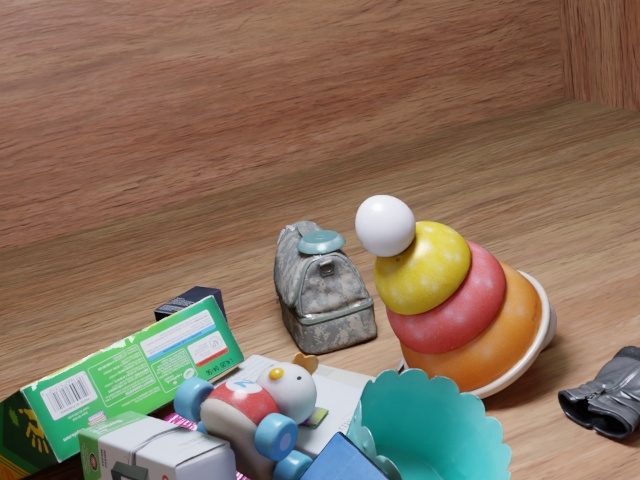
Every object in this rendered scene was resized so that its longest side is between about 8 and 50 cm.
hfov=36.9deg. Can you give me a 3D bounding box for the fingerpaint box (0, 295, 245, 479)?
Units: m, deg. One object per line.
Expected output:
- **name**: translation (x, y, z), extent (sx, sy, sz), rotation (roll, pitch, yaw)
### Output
- **fingerpaint box**: translation (-0.436, 0.313, 1.967), extent (0.445, 0.163, 0.371), rotation (-26, -3, -39)

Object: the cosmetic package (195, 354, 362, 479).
- **cosmetic package**: translation (-0.055, 0.369, 1.856), extent (0.385, 0.156, 0.217), rotation (8, 28, 41)

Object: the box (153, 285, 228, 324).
- **box**: translation (-0.315, 0.216, 2.384), extent (0.093, 0.156, 0.158), rotation (6, 25, 38)

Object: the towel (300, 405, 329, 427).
- **towel**: translation (-0.032, 0.319, 1.751), extent (0.083, 0.009, 0.060), rotation (3, 25, 27)

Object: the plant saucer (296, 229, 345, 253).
- **plant saucer**: translation (0.000, 0.000, 2.286), extent (0.119, 0.021, 0.119), rotation (-7, 20, 2)

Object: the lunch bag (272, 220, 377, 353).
- **lunch bag**: translation (-0.004, 0.105, 2.401), extent (0.212, 0.256, 0.305), rotation (-13, 20, -11)

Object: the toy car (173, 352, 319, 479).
- **toy car**: translation (-0.084, 0.273, 1.650), extent (0.219, 0.210, 0.238), rotation (16, 53, 33)

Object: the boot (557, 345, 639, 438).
- **boot**: translation (0.638, 0.310, 1.810), extent (0.223, 0.118, 0.338), rotation (-27, 15, -33)

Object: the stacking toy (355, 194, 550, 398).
- **stacking toy**: translation (0.226, 0.072, 1.969), extent (0.350, 0.480, 0.350), rotation (-27, 34, 20)

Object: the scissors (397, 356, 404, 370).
- **scissors**: translation (0.237, 0.234, 2.287), extent (0.109, 0.021, 0.297), rotation (-4, 19, 8)

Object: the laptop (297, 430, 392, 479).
- **laptop**: translation (-0.072, 0.475, 1.323), extent (0.408, 0.236, 0.382), rotation (0, 18, -31)

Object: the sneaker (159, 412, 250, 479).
- **sneaker**: translation (-0.219, 0.439, 1.827), extent (0.103, 0.111, 0.252), rotation (-32, 52, -31)

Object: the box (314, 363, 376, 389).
- **box**: translation (0.057, 0.337, 1.987), extent (0.275, 0.094, 0.113), rotation (9, 27, 39)

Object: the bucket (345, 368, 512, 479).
- **bucket**: translation (0.159, 0.370, 1.587), extent (0.281, 0.183, 0.281), rotation (16, 35, -12)

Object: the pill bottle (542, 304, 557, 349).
- **pill bottle**: translation (0.423, 0.167, 2.231), extent (0.130, 0.130, 0.245), rotation (-19, 22, -24)

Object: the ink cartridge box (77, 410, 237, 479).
- **ink cartridge box**: translation (-0.273, 0.427, 1.624), extent (0.121, 0.211, 0.289), rotation (-15, 12, -43)
